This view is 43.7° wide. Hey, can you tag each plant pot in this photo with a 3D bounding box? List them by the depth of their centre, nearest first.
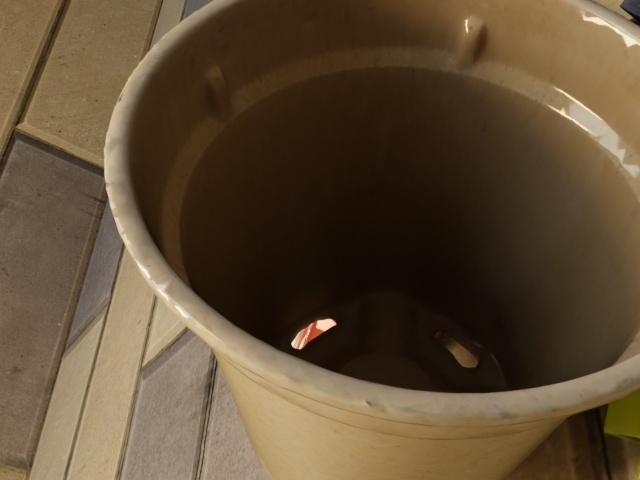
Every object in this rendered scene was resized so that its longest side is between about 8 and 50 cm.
[{"bbox_3d":[0.053,0.039,0.530,0.305,0.333,0.334,93,179,-50],"label":"plant pot"}]

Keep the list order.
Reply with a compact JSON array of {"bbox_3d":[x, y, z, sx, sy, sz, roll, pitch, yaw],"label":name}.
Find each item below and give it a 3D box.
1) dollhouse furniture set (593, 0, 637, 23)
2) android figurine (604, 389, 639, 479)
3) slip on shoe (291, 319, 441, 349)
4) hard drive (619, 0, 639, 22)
[{"bbox_3d":[0.301,-0.276,0.696,0.144,0.123,0.151,-20,85,57],"label":"dollhouse furniture set"},{"bbox_3d":[0.259,0.043,0.459,0.248,0.056,0.273,-12,57,60],"label":"android figurine"},{"bbox_3d":[0.060,0.076,0.759,0.331,0.123,0.101,-60,29,0],"label":"slip on shoe"},{"bbox_3d":[0.317,-0.157,0.472,0.172,0.054,0.255,-41,27,6],"label":"hard drive"}]
